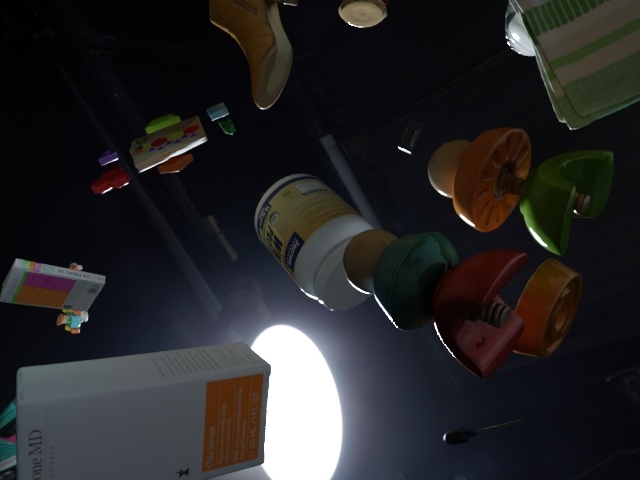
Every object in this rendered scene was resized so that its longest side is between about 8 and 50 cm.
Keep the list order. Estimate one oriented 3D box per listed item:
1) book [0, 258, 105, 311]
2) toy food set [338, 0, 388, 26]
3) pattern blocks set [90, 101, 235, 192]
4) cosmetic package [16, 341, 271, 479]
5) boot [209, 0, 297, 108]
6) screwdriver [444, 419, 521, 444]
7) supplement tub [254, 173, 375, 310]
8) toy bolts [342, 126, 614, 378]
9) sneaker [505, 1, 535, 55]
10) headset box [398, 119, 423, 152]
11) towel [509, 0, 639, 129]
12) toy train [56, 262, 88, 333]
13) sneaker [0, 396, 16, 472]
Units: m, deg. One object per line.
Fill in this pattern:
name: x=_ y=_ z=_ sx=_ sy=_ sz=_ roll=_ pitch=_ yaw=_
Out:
book: x=-0.476 y=0.083 z=0.853 sx=0.144 sy=0.096 sz=0.035 roll=19 pitch=-139 yaw=-37
toy food set: x=0.072 y=-0.387 z=0.801 sx=0.083 sy=0.082 sz=0.020 roll=12 pitch=-102 yaw=-34
pattern blocks set: x=-0.355 y=-0.224 z=1.103 sx=0.285 sy=0.325 sz=0.026 roll=-109 pitch=1 yaw=-50
cosmetic package: x=-0.338 y=0.356 z=0.951 sx=0.453 sy=0.161 sz=0.230 roll=0 pitch=-82 yaw=-32
boot: x=-0.169 y=-0.473 z=1.099 sx=0.211 sy=0.295 sz=0.104 roll=24 pitch=-157 yaw=24
screwdriver: x=0.256 y=0.299 z=0.752 sx=0.025 sy=0.170 sz=0.024 roll=11 pitch=-123 yaw=-28
supplement tub: x=0.000 y=0.000 z=1.179 sx=0.228 sy=0.228 sz=0.316 roll=31 pitch=-169 yaw=-49
toy bolts: x=0.136 y=0.021 z=0.453 sx=0.228 sy=0.158 sz=0.218 roll=-32 pitch=-52 yaw=-32
sneaker: x=0.395 y=-0.310 z=0.682 sx=0.297 sy=0.111 sz=0.129 roll=-2 pitch=-158 yaw=-24
headset box: x=0.192 y=-0.220 z=1.017 sx=0.032 sy=0.062 sz=0.083 roll=25 pitch=-169 yaw=6
towel: x=0.331 y=-0.322 z=0.530 sx=0.038 sy=0.248 sz=0.324 roll=-8 pitch=-105 yaw=-56
toy train: x=-0.612 y=0.142 z=1.161 sx=0.046 sy=0.125 sz=0.166 roll=6 pitch=-134 yaw=-42
sneaker: x=-0.705 y=0.454 z=1.243 sx=0.124 sy=0.296 sz=0.178 roll=97 pitch=148 yaw=-72
